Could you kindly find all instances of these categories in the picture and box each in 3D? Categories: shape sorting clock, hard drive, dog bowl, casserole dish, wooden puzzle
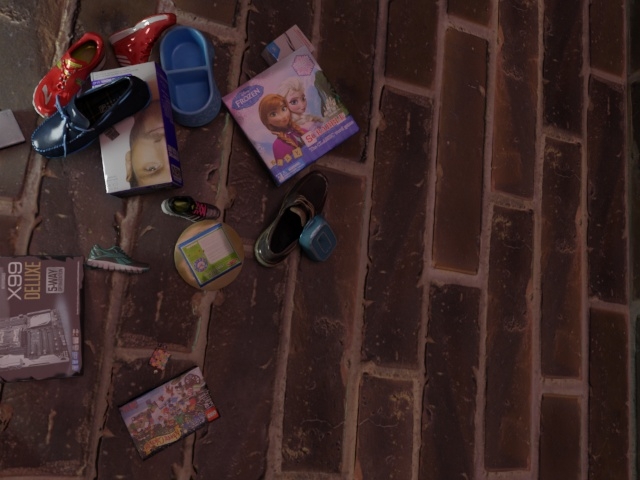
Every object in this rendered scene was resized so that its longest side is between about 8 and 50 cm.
[{"bbox_3d":[-0.323,0.043,1.643,0.206,0.040,0.206,2,86,-24],"label":"shape sorting clock"},{"bbox_3d":[-0.859,-0.280,1.468,0.135,0.022,0.094,-25,93,-24],"label":"hard drive"},{"bbox_3d":[-0.388,-0.488,1.648,0.165,0.074,0.298,-8,84,-3],"label":"dog bowl"},{"bbox_3d":[0.000,0.000,1.728,0.114,0.037,0.188,-53,148,-13],"label":"casserole dish"},{"bbox_3d":[-0.447,0.330,1.565,0.049,0.006,0.083,30,71,-17],"label":"wooden puzzle"}]

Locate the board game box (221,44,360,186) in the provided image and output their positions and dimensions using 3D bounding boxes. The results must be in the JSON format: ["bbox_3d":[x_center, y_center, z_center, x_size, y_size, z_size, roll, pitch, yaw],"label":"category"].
[{"bbox_3d":[-0.091,-0.388,1.754,0.318,0.066,0.318,-36,97,-8],"label":"board game box"}]

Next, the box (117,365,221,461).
[{"bbox_3d":[-0.411,0.469,1.539,0.233,0.044,0.159,-25,92,-25],"label":"box"}]

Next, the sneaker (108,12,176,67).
[{"bbox_3d":[-0.488,-0.554,1.603,0.128,0.221,0.087,71,23,-11],"label":"sneaker"}]

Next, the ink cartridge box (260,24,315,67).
[{"bbox_3d":[-0.094,-0.626,1.833,0.104,0.060,0.180,49,67,-10],"label":"ink cartridge box"}]

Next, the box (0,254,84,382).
[{"bbox_3d":[-0.719,0.192,1.404,0.242,0.076,0.308,1,83,-22],"label":"box"}]

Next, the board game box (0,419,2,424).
[{"bbox_3d":[-0.863,0.363,1.214,0.302,0.308,0.086,43,69,-11],"label":"board game box"}]

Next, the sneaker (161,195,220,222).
[{"bbox_3d":[-0.369,-0.091,1.625,0.170,0.074,0.063,12,78,-22],"label":"sneaker"}]

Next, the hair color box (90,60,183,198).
[{"bbox_3d":[-0.503,-0.301,1.547,0.185,0.110,0.339,-10,87,2],"label":"hair color box"}]

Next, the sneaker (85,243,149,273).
[{"bbox_3d":[-0.549,0.049,1.535,0.166,0.065,0.076,11,74,-23],"label":"sneaker"}]

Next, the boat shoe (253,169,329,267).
[{"bbox_3d":[-0.066,-0.069,1.723,0.132,0.130,0.356,35,70,-15],"label":"boat shoe"}]

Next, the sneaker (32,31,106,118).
[{"bbox_3d":[-0.682,-0.457,1.519,0.107,0.118,0.279,31,71,-16],"label":"sneaker"}]

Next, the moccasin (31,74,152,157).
[{"bbox_3d":[-0.609,-0.338,1.446,0.342,0.117,0.138,-33,84,3],"label":"moccasin"}]
